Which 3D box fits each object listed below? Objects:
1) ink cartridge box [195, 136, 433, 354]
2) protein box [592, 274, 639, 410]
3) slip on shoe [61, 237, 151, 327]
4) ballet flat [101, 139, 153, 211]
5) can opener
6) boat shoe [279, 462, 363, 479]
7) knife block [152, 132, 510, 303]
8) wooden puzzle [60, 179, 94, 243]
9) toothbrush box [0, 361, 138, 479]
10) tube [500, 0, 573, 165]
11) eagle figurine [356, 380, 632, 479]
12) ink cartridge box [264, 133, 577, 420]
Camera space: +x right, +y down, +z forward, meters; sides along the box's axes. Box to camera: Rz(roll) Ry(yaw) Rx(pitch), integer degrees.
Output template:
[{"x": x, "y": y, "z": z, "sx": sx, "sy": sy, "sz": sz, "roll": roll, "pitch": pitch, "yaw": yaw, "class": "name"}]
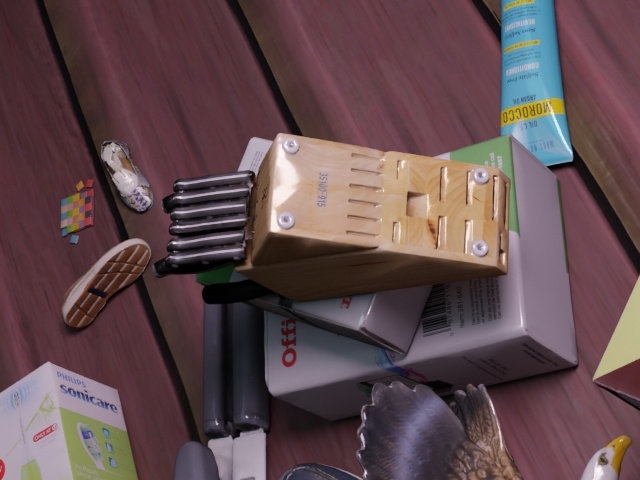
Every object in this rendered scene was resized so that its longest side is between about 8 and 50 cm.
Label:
[{"x": 0.007, "y": 0.003, "z": 1.387, "sx": 0.208, "sy": 0.087, "sz": 0.153, "roll": 16, "pitch": 80, "yaw": 39, "class": "ink cartridge box"}, {"x": 0.351, "y": 0.071, "z": 1.188, "sx": 0.136, "sy": 0.201, "sz": 0.200, "roll": 21, "pitch": 84, "yaw": 40, "class": "protein box"}, {"x": -0.251, "y": 0.043, "z": 1.741, "sx": 0.135, "sy": 0.051, "sz": 0.041, "roll": -49, "pitch": 38, "yaw": 16, "class": "slip on shoe"}, {"x": -0.236, "y": -0.079, "z": 1.786, "sx": 0.041, "sy": 0.041, "sz": 0.114, "roll": -42, "pitch": 52, "yaw": 14, "class": "ballet flat"}, {"x": -0.100, "y": 0.171, "z": 1.540, "sx": 0.076, "sy": 0.095, "sz": 0.283, "roll": -17, "pitch": 61, "yaw": 29, "class": "can opener"}, {"x": 0.034, "y": 0.290, "z": 1.401, "sx": 0.095, "sy": 0.079, "sz": 0.254, "roll": -50, "pitch": 50, "yaw": 7, "class": "boat shoe"}, {"x": 0.000, "y": 0.000, "z": 1.296, "sx": 0.242, "sy": 0.276, "sz": 0.088, "roll": 125, "pitch": 151, "yaw": -68, "class": "knife block"}, {"x": -0.297, "y": -0.035, "z": 1.831, "sx": 0.049, "sy": 0.006, "sz": 0.083, "roll": -19, "pitch": 60, "yaw": 28, "class": "wooden puzzle"}, {"x": -0.302, "y": 0.309, "z": 1.609, "sx": 0.206, "sy": 0.122, "sz": 0.283, "roll": -32, "pitch": 53, "yaw": 20, "class": "toothbrush box"}, {"x": 0.210, "y": -0.166, "z": 1.502, "sx": 0.080, "sy": 0.052, "sz": 0.207, "roll": -15, "pitch": 67, "yaw": 38, "class": "tube"}, {"x": 0.177, "y": 0.245, "z": 1.239, "sx": 0.298, "sy": 0.226, "sz": 0.225, "roll": 24, "pitch": 48, "yaw": 24, "class": "eagle figurine"}, {"x": 0.090, "y": 0.042, "z": 1.445, "sx": 0.278, "sy": 0.117, "sz": 0.201, "roll": -17, "pitch": 61, "yaw": 29, "class": "ink cartridge box"}]
